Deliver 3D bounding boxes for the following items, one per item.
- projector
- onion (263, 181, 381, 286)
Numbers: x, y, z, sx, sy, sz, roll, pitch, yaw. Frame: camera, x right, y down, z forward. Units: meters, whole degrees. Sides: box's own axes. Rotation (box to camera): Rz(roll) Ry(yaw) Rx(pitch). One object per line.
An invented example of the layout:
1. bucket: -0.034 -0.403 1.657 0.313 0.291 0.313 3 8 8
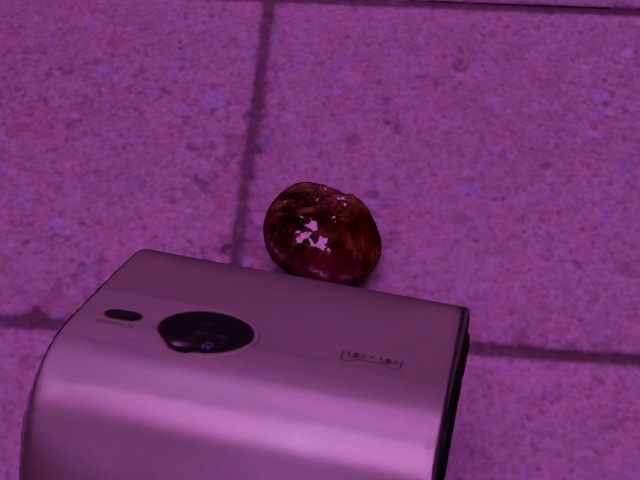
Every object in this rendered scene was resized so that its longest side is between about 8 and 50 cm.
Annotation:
1. projector: -0.042 0.164 0.789 0.249 0.248 0.248 10 20 8
2. onion: 0.000 0.000 1.016 0.107 0.097 0.107 17 36 -13
